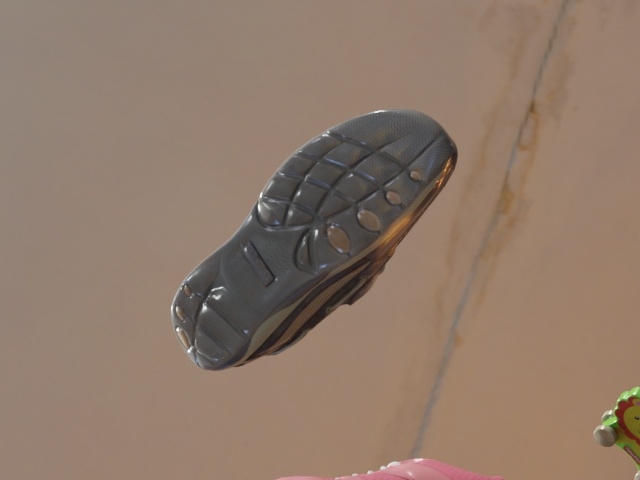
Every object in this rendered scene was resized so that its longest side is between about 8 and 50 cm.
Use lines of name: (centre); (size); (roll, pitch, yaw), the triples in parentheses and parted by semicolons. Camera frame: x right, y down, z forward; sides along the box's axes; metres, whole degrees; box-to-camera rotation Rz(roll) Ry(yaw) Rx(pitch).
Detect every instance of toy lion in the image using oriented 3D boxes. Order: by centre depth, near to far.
toy lion: (0.327, 0.192, 1.102); (0.100, 0.096, 0.034); (47, -131, -1)

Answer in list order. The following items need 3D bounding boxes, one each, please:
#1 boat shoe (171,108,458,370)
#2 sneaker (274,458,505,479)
boat shoe: (0.000, 0.000, 1.126); (0.355, 0.132, 0.130); (-39, -23, 22)
sneaker: (0.083, 0.313, 1.292); (0.314, 0.136, 0.116); (8, -58, 2)
